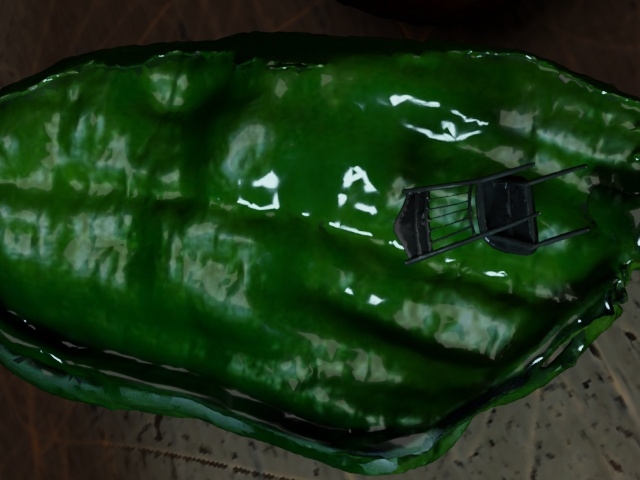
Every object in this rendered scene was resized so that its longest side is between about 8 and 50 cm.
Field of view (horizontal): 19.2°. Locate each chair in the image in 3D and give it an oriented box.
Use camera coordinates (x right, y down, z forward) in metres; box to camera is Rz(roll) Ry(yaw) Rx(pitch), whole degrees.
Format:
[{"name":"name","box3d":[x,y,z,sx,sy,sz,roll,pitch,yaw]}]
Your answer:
[{"name":"chair","box3d":[0.077,-0.012,0.835,0.086,0.042,0.037,-15,71,44]}]

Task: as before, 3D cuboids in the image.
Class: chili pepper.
[{"name":"chili pepper","box3d":[0.003,0.006,0.948,0.385,0.167,0.213,3,87,17]}]

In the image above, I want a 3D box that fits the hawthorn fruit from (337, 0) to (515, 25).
[{"name":"hawthorn fruit","box3d":[0.045,-0.230,0.957,0.230,0.266,0.210,-45,75,10]}]
